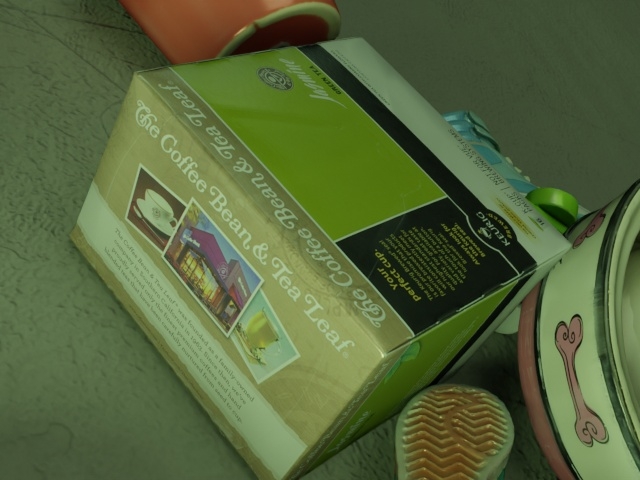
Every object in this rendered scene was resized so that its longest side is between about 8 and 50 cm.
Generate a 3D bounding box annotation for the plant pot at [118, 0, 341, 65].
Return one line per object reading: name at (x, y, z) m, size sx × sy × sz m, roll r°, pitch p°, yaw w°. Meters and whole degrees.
plant pot at (-0.115, -0.316, 1.136) m, size 0.275 × 0.275 × 0.243 m, roll -16°, pitch 68°, yaw -44°

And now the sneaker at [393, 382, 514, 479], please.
sneaker at (0.105, 0.243, 0.799) m, size 0.108 × 0.121 × 0.302 m, roll 11°, pitch 28°, yaw 10°

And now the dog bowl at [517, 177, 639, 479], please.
dog bowl at (0.378, 0.131, 0.965) m, size 0.408 × 0.150 × 0.408 m, roll 12°, pitch 68°, yaw -33°

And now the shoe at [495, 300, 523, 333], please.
shoe at (0.170, 0.039, 1.097) m, size 0.178 × 0.063 × 0.081 m, roll 30°, pitch 36°, yaw -12°

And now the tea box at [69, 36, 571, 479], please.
tea box at (0.000, 0.000, 0.888) m, size 0.323 × 0.220 × 0.329 m, roll -20°, pitch 61°, yaw -47°

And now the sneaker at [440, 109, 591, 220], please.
sneaker at (0.246, -0.074, 1.218) m, size 0.319 × 0.127 × 0.208 m, roll 19°, pitch 41°, yaw -19°

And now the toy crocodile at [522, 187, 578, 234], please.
toy crocodile at (0.296, 0.031, 1.100) m, size 0.341 × 0.105 × 0.115 m, roll 27°, pitch 62°, yaw -27°
